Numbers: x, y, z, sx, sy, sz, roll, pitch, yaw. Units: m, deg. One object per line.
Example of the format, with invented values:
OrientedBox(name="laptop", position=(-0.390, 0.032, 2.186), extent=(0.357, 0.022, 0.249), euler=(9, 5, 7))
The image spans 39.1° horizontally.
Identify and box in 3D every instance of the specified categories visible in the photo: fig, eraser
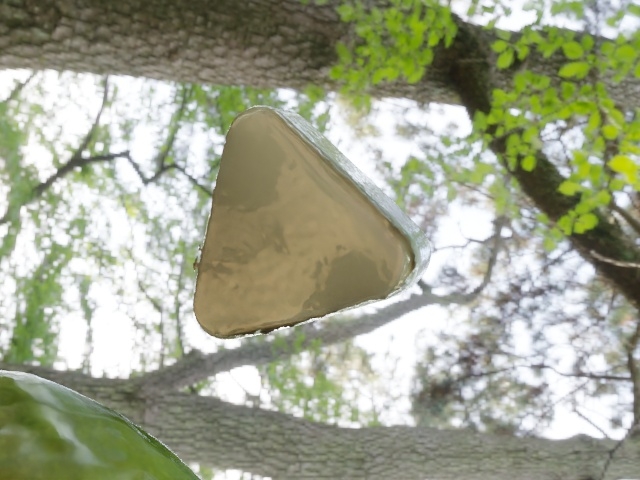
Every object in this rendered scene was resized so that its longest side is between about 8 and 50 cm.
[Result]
OrientedBox(name="fig", position=(-0.206, 0.236, 0.680), extent=(0.233, 0.314, 0.233), euler=(-54, -176, 5))
OrientedBox(name="eraser", position=(0.000, 0.000, 1.260), extent=(0.332, 0.150, 0.331), euler=(1, -86, 16))
